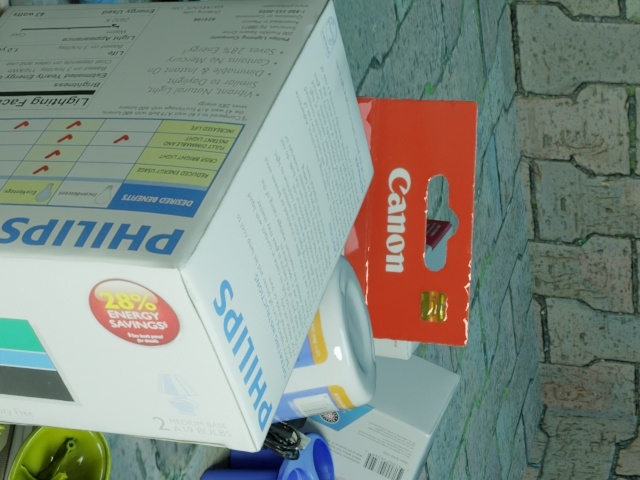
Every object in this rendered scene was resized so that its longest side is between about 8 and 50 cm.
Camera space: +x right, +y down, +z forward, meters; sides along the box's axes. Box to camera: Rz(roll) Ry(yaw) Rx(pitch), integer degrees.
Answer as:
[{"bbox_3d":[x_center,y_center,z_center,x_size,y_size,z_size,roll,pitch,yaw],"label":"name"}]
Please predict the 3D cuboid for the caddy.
[{"bbox_3d":[-0.054,0.437,1.883,0.241,0.179,0.341,-43,134,-61],"label":"caddy"}]

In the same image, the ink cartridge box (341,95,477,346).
[{"bbox_3d":[-0.009,-0.027,1.606,0.091,0.384,0.308,-15,107,-72],"label":"ink cartridge box"}]

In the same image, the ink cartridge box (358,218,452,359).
[{"bbox_3d":[0.008,0.048,1.785,0.226,0.306,0.131,-43,135,-62],"label":"ink cartridge box"}]

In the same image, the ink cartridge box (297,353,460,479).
[{"bbox_3d":[0.066,0.321,2.046,0.197,0.198,0.270,-48,160,-60],"label":"ink cartridge box"}]

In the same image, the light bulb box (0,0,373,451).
[{"bbox_3d":[-0.180,-0.028,1.181,0.361,0.357,0.225,-66,149,-42],"label":"light bulb box"}]

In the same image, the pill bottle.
[{"bbox_3d":[-0.092,0.111,1.292,0.152,0.272,0.152,-12,90,-78],"label":"pill bottle"}]

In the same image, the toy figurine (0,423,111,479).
[{"bbox_3d":[-0.336,0.348,1.229,0.217,0.191,0.363,117,-10,-57],"label":"toy figurine"}]

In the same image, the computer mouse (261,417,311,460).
[{"bbox_3d":[-0.076,0.216,1.807,0.072,0.188,0.272,-64,170,5],"label":"computer mouse"}]

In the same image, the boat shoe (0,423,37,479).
[{"bbox_3d":[-0.265,0.159,1.354,0.113,0.103,0.302,30,66,-68],"label":"boat shoe"}]

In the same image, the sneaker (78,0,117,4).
[{"bbox_3d":[-0.229,-0.309,1.448,0.073,0.063,0.162,89,23,-55],"label":"sneaker"}]

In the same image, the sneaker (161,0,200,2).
[{"bbox_3d":[-0.187,-0.310,1.559,0.089,0.051,0.170,-48,133,-59],"label":"sneaker"}]
